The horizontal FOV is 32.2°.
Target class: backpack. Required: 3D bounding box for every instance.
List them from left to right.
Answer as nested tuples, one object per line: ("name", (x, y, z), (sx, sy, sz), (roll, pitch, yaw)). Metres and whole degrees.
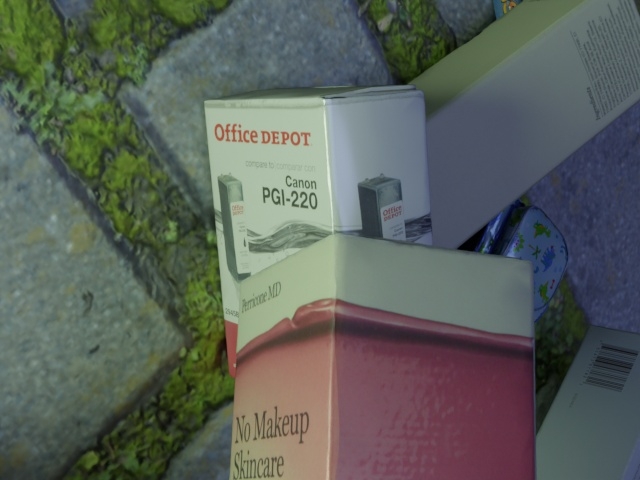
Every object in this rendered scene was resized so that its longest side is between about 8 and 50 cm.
("backpack", (0.167, 0.021, 0.982), (0.114, 0.084, 0.105), (39, 73, -38))

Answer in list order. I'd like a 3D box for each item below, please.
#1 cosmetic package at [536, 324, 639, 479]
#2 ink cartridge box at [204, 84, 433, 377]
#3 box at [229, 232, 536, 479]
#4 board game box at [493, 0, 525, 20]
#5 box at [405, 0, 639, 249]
("cosmetic package", (0.249, 0.313, 1.016), (0.377, 0.097, 0.284), (-57, 139, -28))
("ink cartridge box", (0.000, 0.000, 0.794), (0.092, 0.159, 0.217), (-9, 101, -35))
("box", (0.029, 0.128, 0.616), (0.127, 0.149, 0.232), (8, 74, -23))
("board game box", (0.215, -0.233, 1.023), (0.136, 0.035, 0.201), (-27, 112, -34))
("box", (0.148, -0.106, 0.918), (0.275, 0.094, 0.113), (-36, 115, -20))
